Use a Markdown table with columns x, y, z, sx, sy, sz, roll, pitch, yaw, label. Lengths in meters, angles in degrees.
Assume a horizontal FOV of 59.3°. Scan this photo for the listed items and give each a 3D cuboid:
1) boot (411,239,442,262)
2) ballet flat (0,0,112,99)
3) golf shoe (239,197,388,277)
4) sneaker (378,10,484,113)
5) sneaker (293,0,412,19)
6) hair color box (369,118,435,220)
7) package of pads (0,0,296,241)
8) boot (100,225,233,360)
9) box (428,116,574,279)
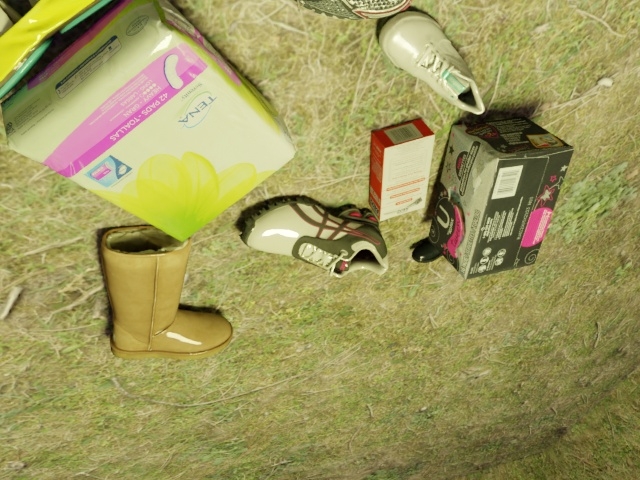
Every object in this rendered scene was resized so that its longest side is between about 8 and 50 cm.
| x | y | z | sx | sy | sz | roll | pitch | yaw | label |
| --- | --- | --- | --- | --- | --- | --- | --- | --- | --- |
| 0.249 | -0.009 | 1.156 | 0.121 | 0.045 | 0.099 | -15 | 140 | -21 | boot |
| -0.300 | -0.236 | 0.592 | 0.231 | 0.077 | 0.077 | -36 | 119 | 7 | ballet flat |
| 0.000 | 0.000 | 0.970 | 0.273 | 0.120 | 0.105 | 1 | 135 | -28 | golf shoe |
| 0.174 | -0.249 | 0.811 | 0.212 | 0.094 | 0.080 | 20 | 124 | -41 | sneaker |
| -0.025 | -0.297 | 0.566 | 0.299 | 0.112 | 0.121 | 11 | 123 | -30 | sneaker |
| 0.136 | -0.118 | 0.966 | 0.093 | 0.053 | 0.167 | -17 | 139 | -13 | hair color box |
| -0.189 | -0.140 | 0.705 | 0.229 | 0.101 | 0.296 | -35 | 149 | 10 | package of pads |
| -0.248 | 0.097 | 0.963 | 0.236 | 0.089 | 0.269 | -5 | 135 | -25 | boot |
| 0.311 | -0.078 | 1.013 | 0.163 | 0.142 | 0.247 | -10 | 127 | -19 | box |
